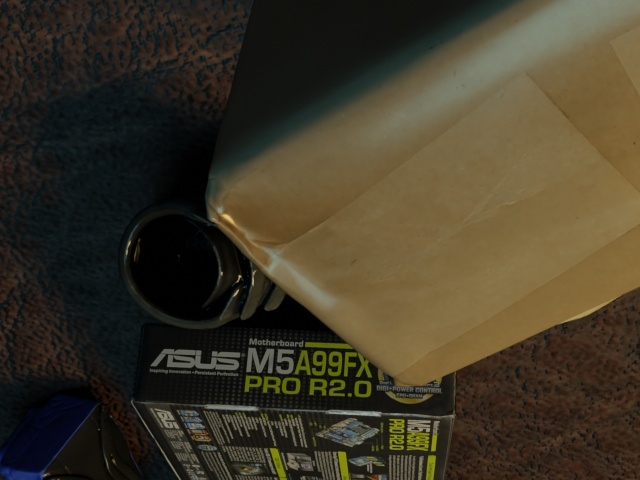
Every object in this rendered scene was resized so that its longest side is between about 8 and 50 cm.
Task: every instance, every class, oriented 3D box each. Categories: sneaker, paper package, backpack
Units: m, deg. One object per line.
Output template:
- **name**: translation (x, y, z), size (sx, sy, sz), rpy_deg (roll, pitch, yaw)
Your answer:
- **sneaker**: translation (0.000, 0.000, 0.815), size (0.296, 0.147, 0.104), rpy_deg (-9, 100, 14)
- **paper package**: translation (0.129, -0.131, 0.612), size (0.325, 0.309, 0.168), rpy_deg (-29, 121, 25)
- **backpack**: translation (-0.210, 0.200, 1.034), size (0.101, 0.098, 0.120), rpy_deg (5, 133, 40)

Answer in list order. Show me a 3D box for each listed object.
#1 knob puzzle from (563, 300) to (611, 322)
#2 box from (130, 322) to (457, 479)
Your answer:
- **knob puzzle**: translation (0.182, -0.009, 0.827), size (0.213, 0.030, 0.213), rpy_deg (-13, 127, -19)
- **box**: translation (-0.010, 0.141, 0.916), size (0.216, 0.060, 0.270), rpy_deg (2, 155, 5)
